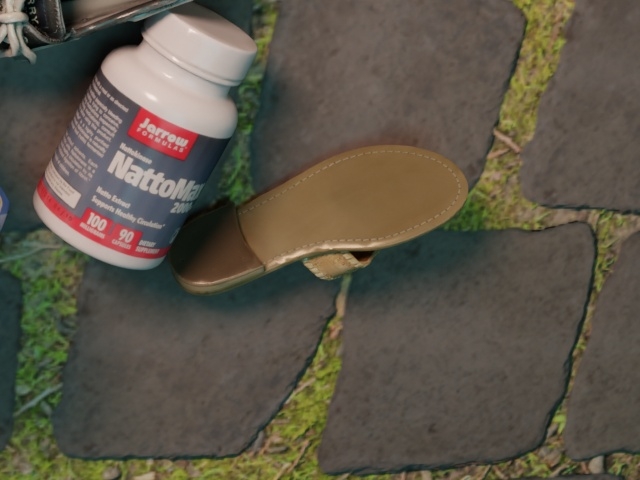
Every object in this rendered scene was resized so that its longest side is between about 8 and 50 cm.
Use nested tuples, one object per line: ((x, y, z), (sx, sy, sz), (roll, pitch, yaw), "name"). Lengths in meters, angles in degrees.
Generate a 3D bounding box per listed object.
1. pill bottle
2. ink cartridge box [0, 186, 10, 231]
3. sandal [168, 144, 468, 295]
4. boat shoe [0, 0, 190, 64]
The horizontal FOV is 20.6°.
((-0.122, -0.080, 1.268), (0.108, 0.108, 0.180), (19, 110, -32), "pill bottle")
((-0.397, -0.105, 1.050), (0.270, 0.151, 0.395), (-11, 126, 14), "ink cartridge box")
((-0.002, -0.006, 1.402), (0.240, 0.088, 0.079), (-17, 156, -5), "sandal")
((-0.202, -0.169, 1.179), (0.306, 0.105, 0.113), (-12, 123, -17), "boat shoe")
